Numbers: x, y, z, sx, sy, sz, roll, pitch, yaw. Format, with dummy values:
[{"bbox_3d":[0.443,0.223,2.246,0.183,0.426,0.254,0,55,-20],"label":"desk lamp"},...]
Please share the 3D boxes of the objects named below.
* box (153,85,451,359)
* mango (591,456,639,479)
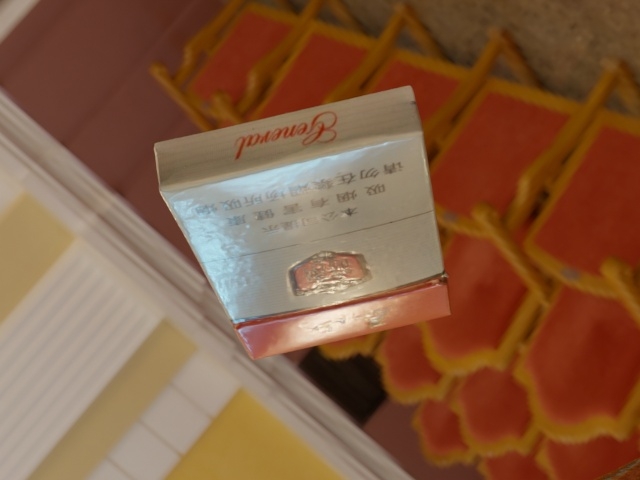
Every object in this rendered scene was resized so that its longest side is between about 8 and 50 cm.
[{"bbox_3d":[0.000,0.000,0.796,0.245,0.139,0.035,74,-176,-63],"label":"box"},{"bbox_3d":[0.165,0.213,0.737,0.176,0.119,0.317,30,-146,13],"label":"mango"}]
